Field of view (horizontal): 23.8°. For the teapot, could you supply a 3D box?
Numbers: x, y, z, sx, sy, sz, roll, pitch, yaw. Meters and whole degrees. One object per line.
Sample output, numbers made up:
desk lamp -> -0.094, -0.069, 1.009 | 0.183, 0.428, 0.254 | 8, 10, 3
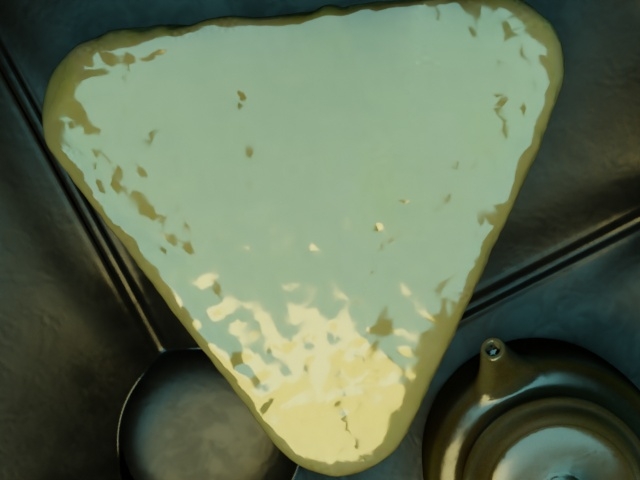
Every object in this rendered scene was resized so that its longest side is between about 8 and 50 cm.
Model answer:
teapot -> 0.175, 0.187, 1.133 | 0.186, 0.175, 0.267 | -25, 97, 5

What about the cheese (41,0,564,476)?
cheese -> -0.001, 0.000, 1.141 | 0.384, 0.104, 0.383 | 0, 98, -1
